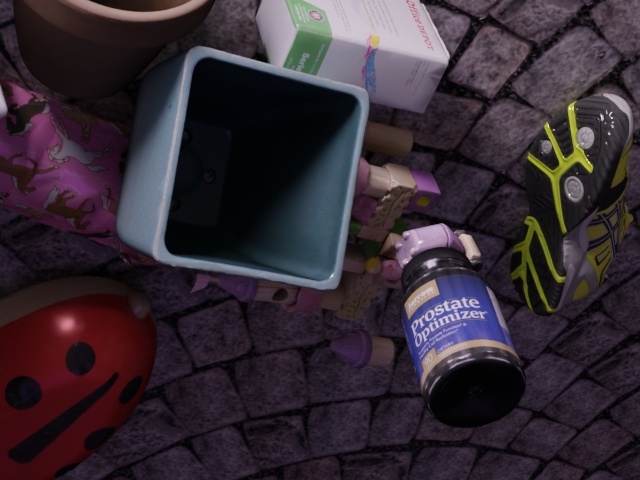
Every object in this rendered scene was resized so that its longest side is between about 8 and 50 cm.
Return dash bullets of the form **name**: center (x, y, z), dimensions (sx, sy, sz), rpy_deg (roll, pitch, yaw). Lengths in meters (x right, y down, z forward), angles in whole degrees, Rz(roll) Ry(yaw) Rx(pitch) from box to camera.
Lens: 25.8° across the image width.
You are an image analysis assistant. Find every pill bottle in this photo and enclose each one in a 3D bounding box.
- **pill bottle**: center (0.163, 0.111, 1.685), dimensions (0.122, 0.219, 0.123), rpy_deg (-6, 129, -7)

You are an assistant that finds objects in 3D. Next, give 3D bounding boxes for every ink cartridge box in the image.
- **ink cartridge box**: center (0.039, -0.255, 1.772), dimensions (0.212, 0.154, 0.093), rpy_deg (8, 128, -22)

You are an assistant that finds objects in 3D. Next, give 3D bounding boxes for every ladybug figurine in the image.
- **ladybug figurine**: center (-0.419, 0.232, 2.061), dimensions (0.449, 0.162, 0.305), rpy_deg (-42, 129, 15)

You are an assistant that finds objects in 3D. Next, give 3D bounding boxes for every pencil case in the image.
- **pencil case**: center (-0.337, -0.090, 1.820), dimensions (0.386, 0.167, 0.160), rpy_deg (23, 159, -30)

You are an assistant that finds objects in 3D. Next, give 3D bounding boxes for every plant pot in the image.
- **plant pot**: center (-0.123, -0.085, 1.709), dimensions (0.247, 0.252, 0.248), rpy_deg (11, 88, -30)
- **plant pot**: center (-0.261, -0.290, 1.626), dimensions (0.263, 0.263, 0.229), rpy_deg (7, 148, -20)

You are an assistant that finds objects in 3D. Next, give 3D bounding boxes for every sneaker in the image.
- **sneaker**: center (0.392, -0.063, 2.077), dimensions (0.147, 0.145, 0.385), rpy_deg (-17, 139, -29)

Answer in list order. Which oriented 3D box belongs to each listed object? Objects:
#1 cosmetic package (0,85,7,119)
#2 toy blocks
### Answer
- **cosmetic package**: center (-0.560, -0.229, 1.413), dimensions (0.327, 0.394, 0.329), rpy_deg (-34, 123, 1)
- **toy blocks**: center (0.000, 0.000, 1.882), dimensions (0.260, 0.309, 0.289), rpy_deg (11, 127, -31)
